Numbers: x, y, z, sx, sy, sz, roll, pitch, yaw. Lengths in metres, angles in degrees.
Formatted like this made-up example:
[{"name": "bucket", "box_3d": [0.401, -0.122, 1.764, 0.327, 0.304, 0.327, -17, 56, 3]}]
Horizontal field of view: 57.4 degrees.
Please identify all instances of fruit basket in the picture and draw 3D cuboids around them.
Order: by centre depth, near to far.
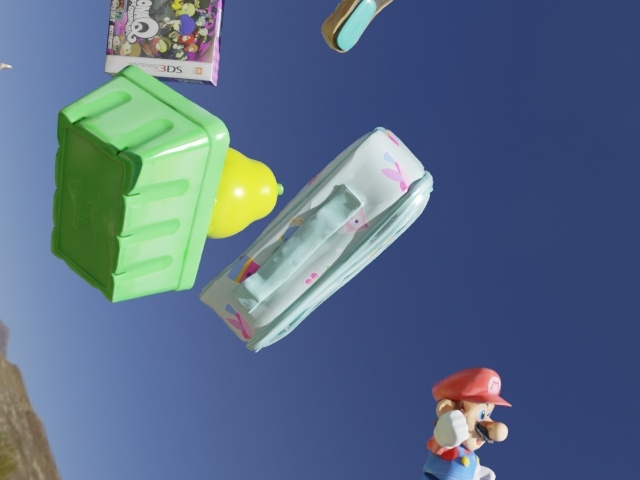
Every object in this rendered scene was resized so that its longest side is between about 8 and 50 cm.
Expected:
[{"name": "fruit basket", "box_3d": [-0.262, -0.098, 1.057, 0.282, 0.392, 0.392, 34, -51, 17]}]

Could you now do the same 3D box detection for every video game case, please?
[{"name": "video game case", "box_3d": [-0.287, -0.415, 1.089, 0.042, 0.210, 0.232, -9, 106, -85]}]

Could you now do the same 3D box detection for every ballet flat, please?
[{"name": "ballet flat", "box_3d": [0.084, -0.441, 1.035, 0.232, 0.080, 0.073, -47, -132, 7]}]

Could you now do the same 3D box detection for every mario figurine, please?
[{"name": "mario figurine", "box_3d": [0.252, 0.380, 1.011, 0.198, 0.170, 0.321, 48, 61, -86]}]

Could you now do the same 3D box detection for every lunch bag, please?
[{"name": "lunch bag", "box_3d": [0.000, 0.000, 0.660, 0.108, 0.224, 0.279, 45, -77, -2]}]

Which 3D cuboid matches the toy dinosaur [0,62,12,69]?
[{"name": "toy dinosaur", "box_3d": [-0.595, -0.192, 0.882, 0.127, 0.295, 0.201, 13, -83, 12]}]
